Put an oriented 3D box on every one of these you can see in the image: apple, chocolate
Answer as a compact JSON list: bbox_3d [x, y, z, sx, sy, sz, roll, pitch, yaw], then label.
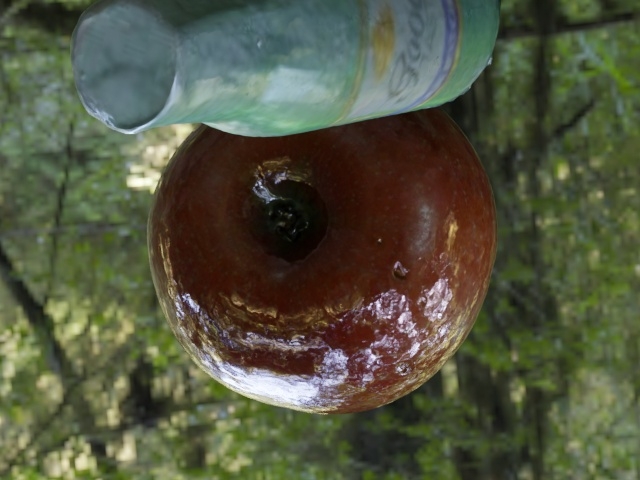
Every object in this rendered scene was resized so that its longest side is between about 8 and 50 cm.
[{"bbox_3d":[0.000,0.000,1.399,0.349,0.348,0.277,-5,172,13],"label":"apple"},{"bbox_3d":[-0.010,-0.096,0.664,0.110,0.110,0.291,-5,-170,28],"label":"chocolate"}]
